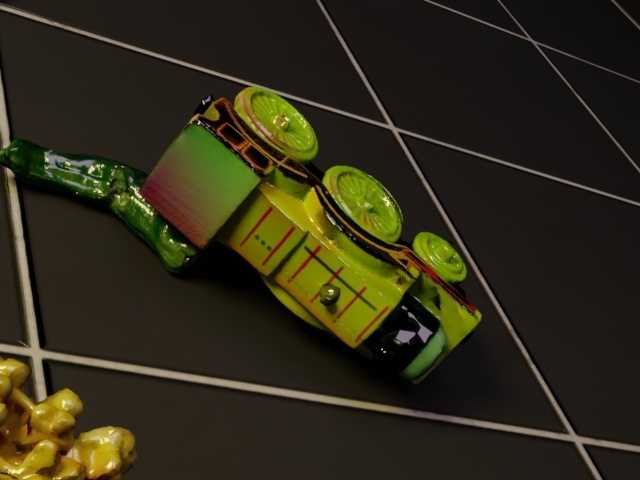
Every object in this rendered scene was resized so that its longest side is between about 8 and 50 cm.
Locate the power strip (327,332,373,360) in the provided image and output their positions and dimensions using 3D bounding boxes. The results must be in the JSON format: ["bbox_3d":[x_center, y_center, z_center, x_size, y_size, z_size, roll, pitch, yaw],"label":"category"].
[{"bbox_3d":[0.023,0.071,0.981,0.090,0.016,0.040,32,28,1],"label":"power strip"}]

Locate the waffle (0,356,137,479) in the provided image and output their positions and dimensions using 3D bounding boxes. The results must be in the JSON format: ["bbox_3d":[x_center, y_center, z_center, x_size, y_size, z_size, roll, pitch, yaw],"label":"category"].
[{"bbox_3d":[-0.170,0.129,0.513,0.197,0.193,0.070,27,32,-6],"label":"waffle"}]

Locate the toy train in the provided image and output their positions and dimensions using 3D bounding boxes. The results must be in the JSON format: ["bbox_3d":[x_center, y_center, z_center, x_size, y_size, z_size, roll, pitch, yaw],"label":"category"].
[{"bbox_3d":[0.000,0.000,0.925,0.296,0.100,0.160,40,29,-2],"label":"toy train"}]

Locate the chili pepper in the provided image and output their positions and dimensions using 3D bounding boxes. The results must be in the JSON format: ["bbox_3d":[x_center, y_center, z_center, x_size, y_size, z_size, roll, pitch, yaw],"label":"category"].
[{"bbox_3d":[-0.169,-0.037,0.933,0.182,0.050,0.073,26,35,-5],"label":"chili pepper"}]
